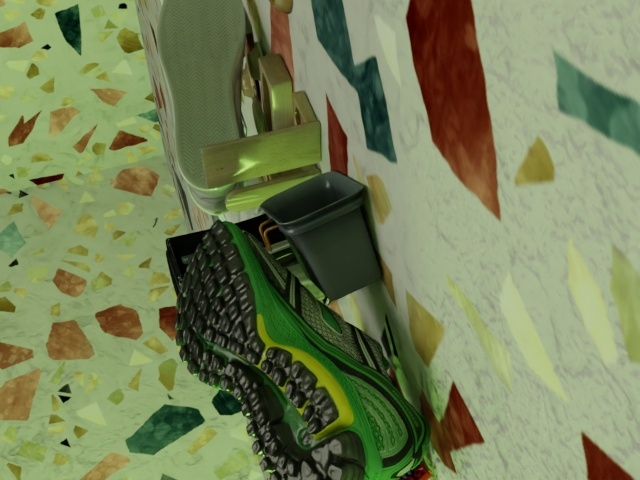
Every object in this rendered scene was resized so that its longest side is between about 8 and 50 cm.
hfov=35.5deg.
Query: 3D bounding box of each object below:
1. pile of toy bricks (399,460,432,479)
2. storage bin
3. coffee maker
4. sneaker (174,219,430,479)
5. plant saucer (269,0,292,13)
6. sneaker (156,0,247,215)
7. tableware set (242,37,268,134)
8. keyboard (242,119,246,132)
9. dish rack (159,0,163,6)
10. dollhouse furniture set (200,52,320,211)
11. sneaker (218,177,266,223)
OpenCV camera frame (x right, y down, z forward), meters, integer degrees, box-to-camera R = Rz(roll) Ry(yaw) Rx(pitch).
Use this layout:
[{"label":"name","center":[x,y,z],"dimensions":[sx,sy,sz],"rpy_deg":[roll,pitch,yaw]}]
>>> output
[{"label":"pile of toy bricks","center":[0.041,0.199,1.014],"dimensions":[0.105,0.118,0.212],"rpy_deg":[40,-172,-45]},{"label":"storage bin","center":[0.000,0.000,0.949],"dimensions":[0.091,0.098,0.135],"rpy_deg":[67,172,-15]},{"label":"coffee maker","center":[-0.092,0.025,1.207],"dimensions":[0.171,0.178,0.120],"rpy_deg":[-119,18,-53]},{"label":"sneaker","center":[-0.029,0.109,0.955],"dimensions":[0.343,0.146,0.134],"rpy_deg":[52,123,38]},{"label":"plant saucer","center":[-0.048,-0.269,1.011],"dimensions":[0.083,0.015,0.083],"rpy_deg":[165,90,-80]},{"label":"sneaker","center":[-0.141,-0.178,1.239],"dimensions":[0.169,0.108,0.292],"rpy_deg":[101,168,-75]},{"label":"tableware set","center":[-0.087,-0.212,1.289],"dimensions":[0.141,0.020,0.168],"rpy_deg":[87,166,-45]},{"label":"keyboard","center":[-0.138,-0.158,1.668],"dimensions":[0.256,0.014,0.072],"rpy_deg":[104,154,-69]},{"label":"dish rack","center":[-0.210,-0.390,1.551],"dimensions":[0.285,0.072,0.333],"rpy_deg":[-137,34,-73]},{"label":"dollhouse furniture set","center":[-0.081,-0.113,1.101],"dimensions":[0.144,0.123,0.151],"rpy_deg":[89,163,-51]},{"label":"sneaker","center":[-0.073,-0.024,1.341],"dimensions":[0.258,0.094,0.091],"rpy_deg":[67,149,21]}]
